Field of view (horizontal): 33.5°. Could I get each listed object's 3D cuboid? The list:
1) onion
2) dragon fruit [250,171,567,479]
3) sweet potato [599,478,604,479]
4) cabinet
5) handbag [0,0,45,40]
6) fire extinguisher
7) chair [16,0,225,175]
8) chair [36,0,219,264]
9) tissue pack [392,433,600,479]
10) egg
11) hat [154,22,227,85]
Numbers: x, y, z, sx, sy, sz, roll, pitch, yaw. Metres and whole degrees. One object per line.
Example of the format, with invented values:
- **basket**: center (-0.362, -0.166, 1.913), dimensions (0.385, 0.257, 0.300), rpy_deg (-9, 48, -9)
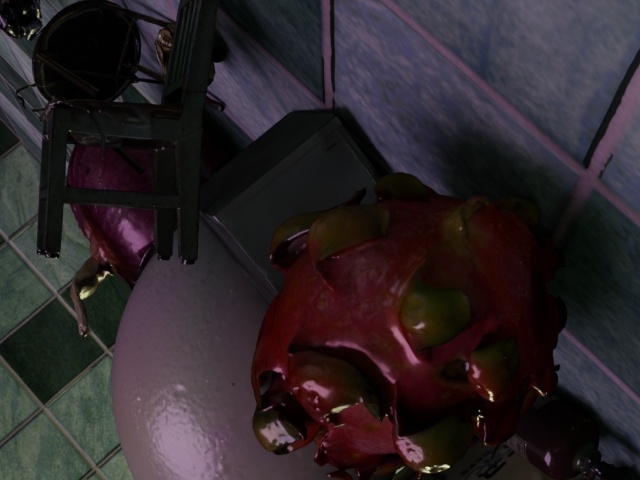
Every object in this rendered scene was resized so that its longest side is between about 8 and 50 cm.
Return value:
- **onion**: center (-0.233, -0.068, 1.421), dimensions (0.230, 0.272, 0.256), rpy_deg (49, 131, 18)
- **dragon fruit**: center (0.060, 0.087, 0.825), dimensions (0.243, 0.227, 0.307), rpy_deg (20, 133, 25)
- **sweet potato**: center (0.344, 0.332, 1.008), dimensions (0.251, 0.097, 0.097), rpy_deg (46, 166, 17)
- **cabinet**: center (0.000, 0.000, 1.032), dimensions (0.206, 0.150, 0.145), rpy_deg (52, 170, -17)
- **handbag**: center (-0.496, -0.394, 1.542), dimensions (0.208, 0.127, 0.228), rpy_deg (29, 148, 56)
- **fire extinguisher**: center (0.220, 0.182, 1.052), dimensions (0.099, 0.071, 0.231), rpy_deg (23, -173, -44)
- **chair**: center (-0.280, -0.215, 1.307), dimensions (0.326, 0.160, 0.170), rpy_deg (35, 159, 41)
- **chair**: center (-0.186, -0.115, 0.991), dimensions (0.136, 0.147, 0.270), rpy_deg (-174, 88, -72)
- **tissue pack**: center (0.120, 0.391, 1.206), dimensions (0.205, 0.405, 0.332), rpy_deg (52, 166, -3)
- **egg**: center (-0.076, 0.121, 1.259), dimensions (0.354, 0.355, 0.339), rpy_deg (32, 134, 50)
- **hat**: center (-0.135, -0.194, 1.120), dimensions (0.076, 0.059, 0.077), rpy_deg (65, 160, -2)
